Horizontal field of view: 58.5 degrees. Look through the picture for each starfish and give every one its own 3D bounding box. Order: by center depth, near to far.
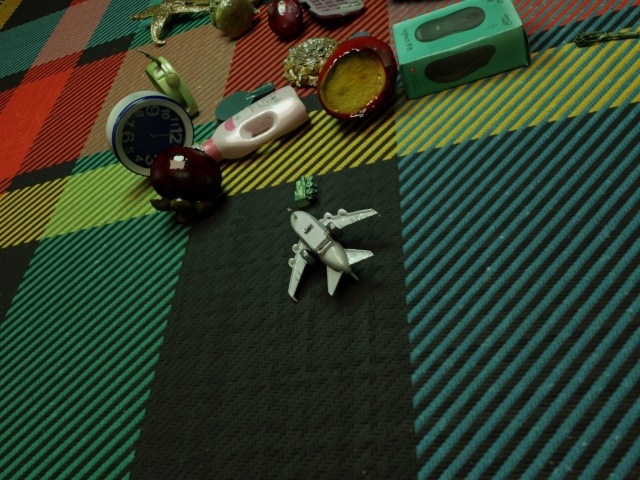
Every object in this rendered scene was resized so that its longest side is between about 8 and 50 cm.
[{"bbox_3d":[-0.594,-0.899,2.262,0.376,0.094,0.326,9,54,25],"label":"starfish"}]

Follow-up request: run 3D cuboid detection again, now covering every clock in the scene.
[{"bbox_3d":[-0.472,-0.295,1.590,0.230,0.230,0.083,-43,45,-13],"label":"clock"},{"bbox_3d":[-0.476,-0.491,1.758,0.069,0.232,0.170,-38,46,-9],"label":"clock"}]

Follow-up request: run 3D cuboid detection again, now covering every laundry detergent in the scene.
[{"bbox_3d":[-0.200,-0.297,1.565,0.335,0.087,0.159,-31,46,0],"label":"laundry detergent"}]

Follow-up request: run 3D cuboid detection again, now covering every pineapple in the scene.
[{"bbox_3d":[-0.023,-0.541,1.699,0.225,0.076,0.224,-14,46,15],"label":"pineapple"}]

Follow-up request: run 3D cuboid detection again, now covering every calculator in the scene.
[{"bbox_3d":[0.024,-0.794,1.884,0.194,0.043,0.294,-15,46,-15],"label":"calculator"}]

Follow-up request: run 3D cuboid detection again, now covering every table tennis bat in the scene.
[{"bbox_3d":[-0.229,-0.422,1.723,0.201,0.033,0.124,-25,48,7],"label":"table tennis bat"}]

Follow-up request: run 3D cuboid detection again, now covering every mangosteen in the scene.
[{"bbox_3d":[-0.345,-0.141,1.455,0.200,0.199,0.199,-13,48,15],"label":"mangosteen"}]

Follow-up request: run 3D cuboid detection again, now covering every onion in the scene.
[{"bbox_3d":[-0.117,-0.733,1.872,0.131,0.131,0.131,-13,48,15],"label":"onion"}]

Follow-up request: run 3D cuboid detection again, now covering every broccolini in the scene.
[{"bbox_3d":[0.676,-0.479,1.353,0.140,0.030,0.035,6,63,23],"label":"broccolini"}]

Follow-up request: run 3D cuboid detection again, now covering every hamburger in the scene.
[{"bbox_3d":[-0.297,-0.797,2.001,0.185,0.159,0.131,-17,36,-26],"label":"hamburger"}]

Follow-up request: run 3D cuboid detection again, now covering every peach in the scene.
[{"bbox_3d":[0.091,-0.405,1.449,0.196,0.189,0.226,23,57,27],"label":"peach"}]

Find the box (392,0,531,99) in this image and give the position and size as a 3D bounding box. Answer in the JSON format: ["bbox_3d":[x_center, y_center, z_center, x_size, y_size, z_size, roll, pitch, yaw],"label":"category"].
[{"bbox_3d":[0.350,-0.504,1.461,0.312,0.118,0.205,-13,49,15],"label":"box"}]

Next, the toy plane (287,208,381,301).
[{"bbox_3d":[-0.002,-0.002,1.208,0.251,0.101,0.255,-45,47,1],"label":"toy plane"}]

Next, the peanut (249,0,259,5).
[{"bbox_3d":[-0.306,-0.890,2.122,0.215,0.090,0.098,-28,75,3],"label":"peanut"}]

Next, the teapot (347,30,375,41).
[{"bbox_3d":[0.123,-0.512,1.580,0.111,0.108,0.149,-24,46,7],"label":"teapot"}]

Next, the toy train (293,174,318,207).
[{"bbox_3d":[-0.037,-0.120,1.372,0.053,0.033,0.083,-19,46,14],"label":"toy train"}]
